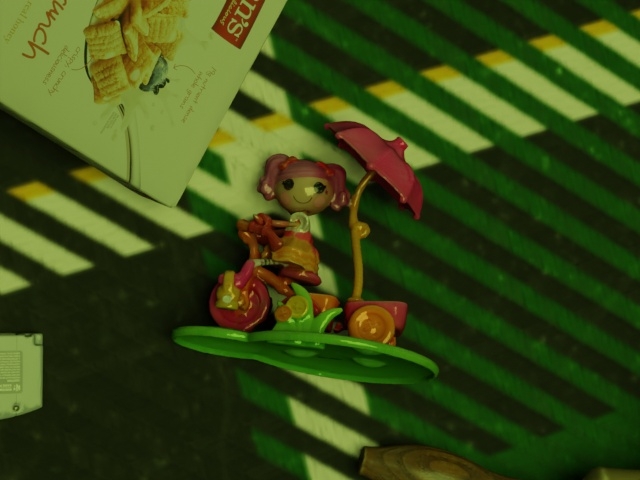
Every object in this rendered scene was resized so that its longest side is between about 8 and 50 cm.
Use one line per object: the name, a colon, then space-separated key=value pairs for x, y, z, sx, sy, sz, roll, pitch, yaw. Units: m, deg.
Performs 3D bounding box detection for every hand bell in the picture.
hand bell: x=0.143 y=0.179 z=1.176 sx=0.242 sy=0.126 sz=0.126 roll=13 pitch=88 yaw=-6

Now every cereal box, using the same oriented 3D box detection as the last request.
cereal box: x=-0.141 y=-0.148 z=1.037 sx=0.240 sy=0.047 sz=0.173 roll=32 pitch=82 yaw=-38

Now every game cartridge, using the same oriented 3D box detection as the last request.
game cartridge: x=-0.216 y=0.086 z=1.081 sx=0.083 sy=0.017 sz=0.056 roll=1 pitch=89 yaw=-18

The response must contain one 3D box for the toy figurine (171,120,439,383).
toy figurine: x=0.000 y=0.000 z=1.117 sx=0.173 sy=0.130 sz=0.159 roll=7 pitch=76 yaw=5
